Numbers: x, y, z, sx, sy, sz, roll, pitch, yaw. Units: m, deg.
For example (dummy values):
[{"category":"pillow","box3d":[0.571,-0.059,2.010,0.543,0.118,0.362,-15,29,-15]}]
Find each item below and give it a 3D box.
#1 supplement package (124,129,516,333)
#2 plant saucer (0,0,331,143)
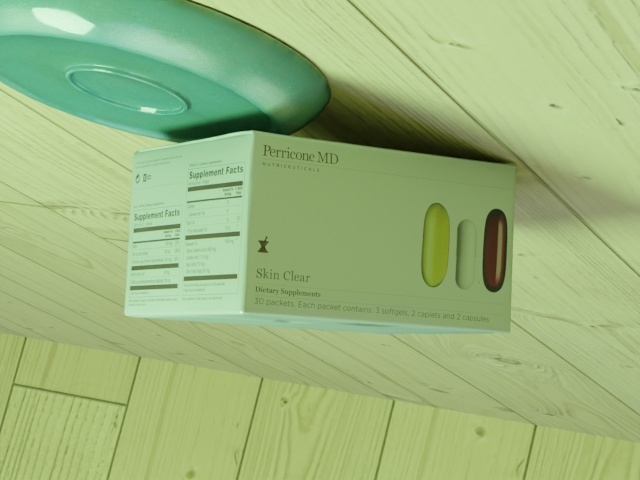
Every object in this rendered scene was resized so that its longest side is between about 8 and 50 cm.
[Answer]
[{"category":"supplement package","box3d":[0.000,0.000,1.632,0.262,0.145,0.204,5,175,-32]},{"category":"plant saucer","box3d":[-0.150,-0.135,1.557,0.318,0.043,0.317,13,168,3]}]
